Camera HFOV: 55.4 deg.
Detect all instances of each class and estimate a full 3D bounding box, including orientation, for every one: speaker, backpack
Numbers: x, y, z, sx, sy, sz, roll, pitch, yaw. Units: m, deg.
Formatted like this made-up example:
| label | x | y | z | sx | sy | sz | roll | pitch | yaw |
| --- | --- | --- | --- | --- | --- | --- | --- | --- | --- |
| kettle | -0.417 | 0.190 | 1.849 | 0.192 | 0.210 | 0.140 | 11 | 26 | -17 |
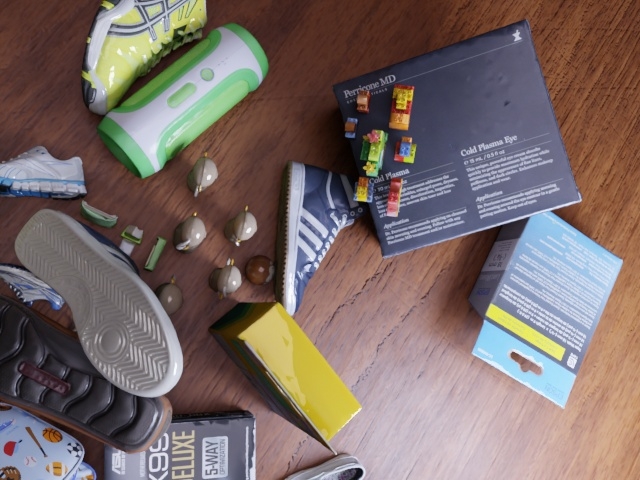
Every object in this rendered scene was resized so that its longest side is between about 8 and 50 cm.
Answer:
| label | x | y | z | sx | sy | sz | roll | pitch | yaw |
| --- | --- | --- | --- | --- | --- | --- | --- | --- | --- |
| speaker | -0.229 | -0.241 | 1.043 | 0.296 | 0.131 | 0.131 | -45 | 99 | -17 |
| backpack | -0.477 | 0.354 | 0.834 | 0.263 | 0.276 | 0.213 | 22 | 108 | 4 |

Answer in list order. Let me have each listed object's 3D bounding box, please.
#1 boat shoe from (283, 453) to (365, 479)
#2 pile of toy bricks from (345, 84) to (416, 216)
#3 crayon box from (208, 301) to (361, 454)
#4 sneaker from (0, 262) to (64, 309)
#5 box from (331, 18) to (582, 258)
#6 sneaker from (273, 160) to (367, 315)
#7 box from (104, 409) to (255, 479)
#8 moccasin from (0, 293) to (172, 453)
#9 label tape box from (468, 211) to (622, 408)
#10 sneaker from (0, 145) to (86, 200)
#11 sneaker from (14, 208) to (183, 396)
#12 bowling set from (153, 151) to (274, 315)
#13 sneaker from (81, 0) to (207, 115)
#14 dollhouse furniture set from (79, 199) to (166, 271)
| label | x | y | z | sx | sy | sz | roll | pitch | yaw |
| --- | --- | --- | --- | --- | --- | --- | --- | --- | --- |
| boat shoe | -0.003 | 0.443 | 1.086 | 0.184 | 0.063 | 0.066 | -15 | 90 | -19 |
| pile of toy bricks | 0.091 | -0.149 | 0.973 | 0.118 | 0.105 | 0.212 | 8 | 94 | 9 |
| crayon box | -0.061 | 0.197 | 0.954 | 0.083 | 0.323 | 0.203 | -40 | 98 | -17 |
| sneaker | -0.471 | 0.075 | 0.975 | 0.135 | 0.052 | 0.058 | 21 | 83 | -15 |
| box | 0.234 | -0.168 | 1.093 | 0.343 | 0.179 | 0.313 | -16 | 91 | 9 |
| sneaker | 0.000 | 0.000 | 1.111 | 0.153 | 0.099 | 0.282 | 7 | 80 | -16 |
| box | -0.231 | 0.445 | 1.004 | 0.242 | 0.076 | 0.308 | 2 | 85 | -18 |
| moccasin | -0.396 | 0.191 | 0.930 | 0.379 | 0.147 | 0.139 | 23 | 76 | -1 |
| label tape box | 0.436 | 0.128 | 1.237 | 0.240 | 0.106 | 0.334 | 31 | 77 | -12 |
| sneaker | -0.480 | -0.114 | 0.988 | 0.190 | 0.071 | 0.083 | 3 | 78 | -26 |
| sneaker | -0.306 | 0.090 | 0.926 | 0.131 | 0.148 | 0.350 | -44 | 69 | 2 |
| bowling set | -0.157 | 0.010 | 1.029 | 0.199 | 0.154 | 0.287 | 13 | 81 | -16 |
| sneaker | -0.276 | -0.375 | 1.034 | 0.147 | 0.145 | 0.385 | 27 | 79 | -13 |
| dollhouse furniture set | -0.338 | -0.004 | 1.013 | 0.151 | 0.076 | 0.059 | 26 | 77 | -15 |
